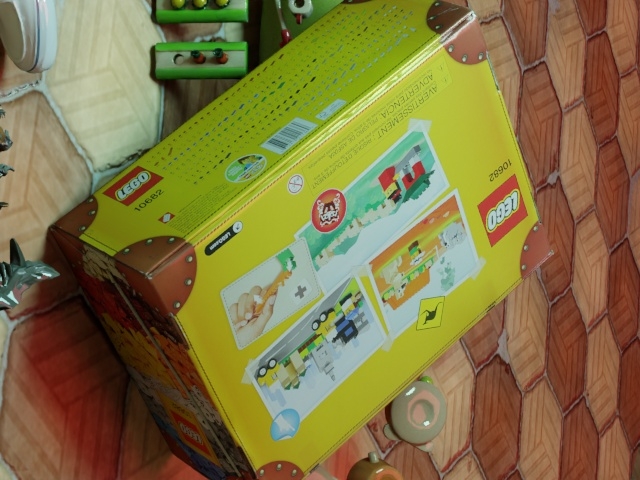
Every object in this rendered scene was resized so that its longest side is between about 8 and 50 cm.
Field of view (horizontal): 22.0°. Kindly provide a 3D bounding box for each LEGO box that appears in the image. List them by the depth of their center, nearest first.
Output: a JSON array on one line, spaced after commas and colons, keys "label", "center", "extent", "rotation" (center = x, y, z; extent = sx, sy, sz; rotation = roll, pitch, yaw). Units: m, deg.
[{"label": "LEGO box", "center": [0.000, 0.000, 1.888], "extent": [0.500, 0.193, 0.372], "rotation": [-40, 129, -22]}]

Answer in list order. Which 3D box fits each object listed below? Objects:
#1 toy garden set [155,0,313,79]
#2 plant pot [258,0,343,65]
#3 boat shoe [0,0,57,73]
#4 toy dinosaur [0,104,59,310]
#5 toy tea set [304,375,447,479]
[{"label": "toy garden set", "center": [-0.093, -0.313, 1.923], "extent": [0.049, 0.204, 0.244], "rotation": [41, 49, -84]}, {"label": "plant pot", "center": [0.027, -0.172, 2.137], "extent": [0.275, 0.275, 0.293], "rotation": [6, 99, -62]}, {"label": "boat shoe", "center": [-0.328, -0.272, 1.633], "extent": [0.076, 0.083, 0.226], "rotation": [-21, 103, -40]}, {"label": "toy dinosaur", "center": [-0.377, -0.019, 1.490], "extent": [0.322, 0.164, 0.218], "rotation": [-39, 110, -35]}, {"label": "toy tea set", "center": [0.022, 0.310, 2.232], "extent": [0.200, 0.124, 0.336], "rotation": [30, 78, -21]}]
